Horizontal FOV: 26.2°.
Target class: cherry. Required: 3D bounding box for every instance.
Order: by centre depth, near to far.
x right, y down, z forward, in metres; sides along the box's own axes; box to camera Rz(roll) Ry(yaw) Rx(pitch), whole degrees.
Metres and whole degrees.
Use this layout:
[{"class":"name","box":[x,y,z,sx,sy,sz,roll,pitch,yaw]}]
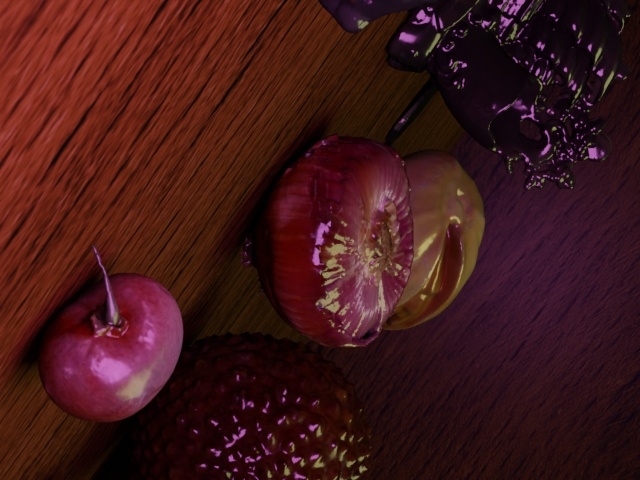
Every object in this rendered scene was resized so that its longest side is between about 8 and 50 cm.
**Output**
[{"class":"cherry","box":[-0.140,0.073,0.935,0.106,0.087,0.126,-49,171,-7]}]

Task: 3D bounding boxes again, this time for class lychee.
[{"class":"lychee","box":[-0.077,0.238,1.490,0.276,0.276,0.304,-58,-171,38]}]

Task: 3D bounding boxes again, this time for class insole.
[{"class":"insole","box":[0.186,-0.249,2.040,0.309,0.012,0.110,-51,174,-25]}]

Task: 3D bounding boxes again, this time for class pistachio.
[{"class":"pistachio","box":[0.117,0.004,2.070,0.309,0.230,0.230,-52,176,27]}]

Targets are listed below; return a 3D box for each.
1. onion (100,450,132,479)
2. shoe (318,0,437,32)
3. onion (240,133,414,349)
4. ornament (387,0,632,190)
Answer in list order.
[{"class":"onion","box":[-0.198,0.332,1.693,0.248,0.161,0.248,-63,176,-7]},{"class":"shoe","box":[0.071,-0.210,0.955,0.112,0.099,0.227,-49,174,29]},{"class":"onion","box":[0.000,0.000,1.393,0.230,0.163,0.230,-8,100,-58]},{"class":"ornament","box":[0.230,-0.201,1.463,0.251,0.260,0.106,-55,180,-1]}]
